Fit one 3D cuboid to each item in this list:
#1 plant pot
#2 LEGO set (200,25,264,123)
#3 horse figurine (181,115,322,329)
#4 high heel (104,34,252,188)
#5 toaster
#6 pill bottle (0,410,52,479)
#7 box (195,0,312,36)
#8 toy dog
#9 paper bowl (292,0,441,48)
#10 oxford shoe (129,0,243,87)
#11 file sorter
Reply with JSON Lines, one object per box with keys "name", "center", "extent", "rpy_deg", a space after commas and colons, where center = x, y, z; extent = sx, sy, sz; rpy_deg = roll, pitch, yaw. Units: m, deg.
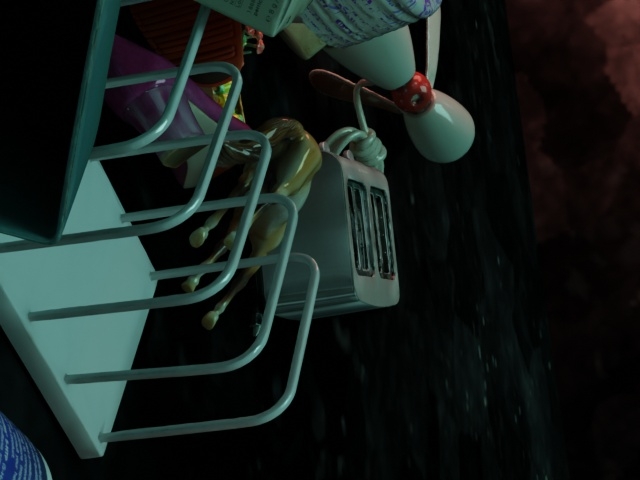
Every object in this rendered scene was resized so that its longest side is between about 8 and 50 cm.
{"name": "plant pot", "center": [-0.191, -0.140, 0.965], "extent": [0.234, 0.165, 0.165], "rpy_deg": [-76, -179, -62]}
{"name": "LEGO set", "center": [-0.072, -0.247, 1.531], "extent": [0.132, 0.107, 0.287], "rpy_deg": [50, 36, -58]}
{"name": "horse figurine", "center": [-0.054, -0.035, 1.421], "extent": [0.174, 0.066, 0.263], "rpy_deg": [-54, 171, -27]}
{"name": "high heel", "center": [-0.126, -0.112, 1.402], "extent": [0.117, 0.082, 0.244], "rpy_deg": [57, 12, 7]}
{"name": "toaster", "center": [0.000, 0.000, 1.646], "extent": [0.168, 0.110, 0.186], "rpy_deg": [12, 71, -70]}
{"name": "pill bottle", "center": [-0.215, 0.140, 0.923], "extent": [0.187, 0.112, 0.112], "rpy_deg": [59, 29, -50]}
{"name": "box", "center": [-0.123, -0.243, 1.103], "extent": [0.113, 0.275, 0.094], "rpy_deg": [-59, 174, -66]}
{"name": "toy dog", "center": [0.044, -0.224, 1.807], "extent": [0.161, 0.220, 0.334], "rpy_deg": [-125, -163, -48]}
{"name": "paper bowl", "center": [-0.016, -0.295, 1.368], "extent": [0.284, 0.148, 0.284], "rpy_deg": [54, 24, -38]}
{"name": "oxford shoe", "center": [-0.123, -0.262, 1.404], "extent": [0.098, 0.097, 0.271], "rpy_deg": [-76, 152, -58]}
{"name": "file sorter", "center": [-0.125, -0.013, 1.168], "extent": [0.193, 0.173, 0.278], "rpy_deg": [-77, 154, -46]}
